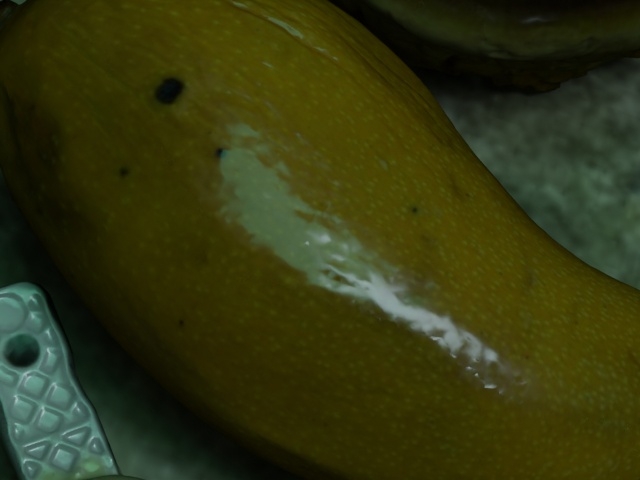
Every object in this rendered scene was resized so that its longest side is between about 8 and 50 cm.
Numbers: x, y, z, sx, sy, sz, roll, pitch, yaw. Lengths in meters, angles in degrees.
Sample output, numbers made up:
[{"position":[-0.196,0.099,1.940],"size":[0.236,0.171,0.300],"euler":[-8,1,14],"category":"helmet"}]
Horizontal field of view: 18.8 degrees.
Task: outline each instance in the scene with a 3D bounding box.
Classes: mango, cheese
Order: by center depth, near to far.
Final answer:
[{"position":[-0.102,0.122,0.824],"size":[0.127,0.049,0.235],"euler":[-19,66,-18],"category":"cheese"},{"position":[-0.001,0.004,0.859],"size":[0.359,0.144,0.187],"euler":[43,64,8],"category":"mango"}]

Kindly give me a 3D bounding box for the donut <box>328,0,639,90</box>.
[{"position":[0.119,-0.235,0.977],"size":[0.330,0.160,0.330],"euler":[0,83,3],"category":"donut"}]
